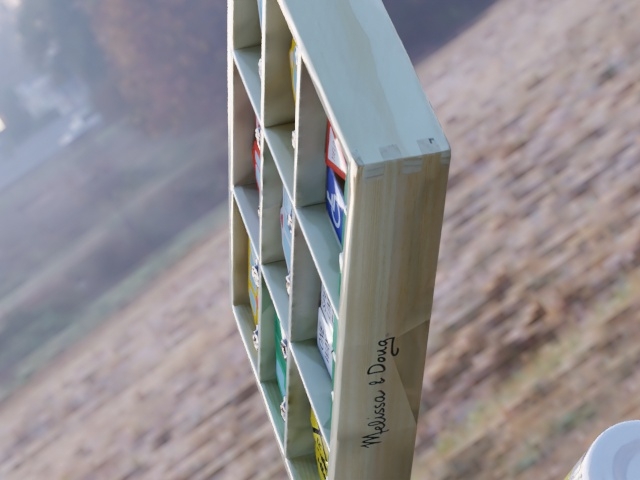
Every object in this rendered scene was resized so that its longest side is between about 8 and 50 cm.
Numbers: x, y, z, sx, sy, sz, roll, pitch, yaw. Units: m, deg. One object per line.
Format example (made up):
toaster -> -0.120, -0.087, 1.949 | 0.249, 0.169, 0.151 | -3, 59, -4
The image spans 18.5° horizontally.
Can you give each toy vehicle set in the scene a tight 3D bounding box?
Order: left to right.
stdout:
toy vehicle set -> 0.000, 0.000, 0.817 | 0.035, 0.166, 0.267 | -12, -41, -13

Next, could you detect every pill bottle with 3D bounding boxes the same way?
pill bottle -> 0.140, 0.140, 0.953 | 0.065, 0.065, 0.116 | -38, -15, -32
